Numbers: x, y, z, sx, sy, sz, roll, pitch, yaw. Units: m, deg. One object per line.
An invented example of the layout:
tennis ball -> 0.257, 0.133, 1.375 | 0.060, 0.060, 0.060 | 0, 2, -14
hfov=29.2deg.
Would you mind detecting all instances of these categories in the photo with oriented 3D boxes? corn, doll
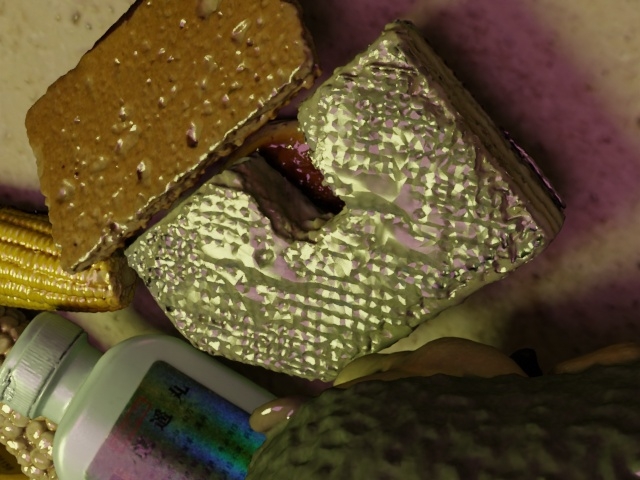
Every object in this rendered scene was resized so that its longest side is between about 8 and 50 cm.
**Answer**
corn -> -0.184, 0.134, 0.859 | 0.211, 0.087, 0.087 | 43, 121, 4
doll -> 0.121, 0.158, 0.636 | 0.350, 0.247, 0.247 | 1, 114, -7
corn -> -0.216, 0.010, 0.830 | 0.203, 0.072, 0.072 | 8, 114, 22

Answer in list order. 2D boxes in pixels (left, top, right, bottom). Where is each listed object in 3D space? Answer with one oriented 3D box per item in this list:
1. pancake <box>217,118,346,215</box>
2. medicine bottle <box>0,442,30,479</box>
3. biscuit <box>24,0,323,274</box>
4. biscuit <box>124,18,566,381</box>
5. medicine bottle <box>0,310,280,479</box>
pancake -> 0.000, 0.000, 0.756 | 0.158, 0.028, 0.158 | 9, 114, 22
medicine bottle -> -0.259, 0.290, 0.962 | 0.111, 0.076, 0.308 | 23, 118, 26
biscuit -> -0.094, -0.086, 0.731 | 0.231, 0.025, 0.131 | -35, 62, 32
biscuit -> 0.003, -0.003, 0.708 | 0.250, 0.046, 0.147 | -35, 95, 33
medicine bottle -> -0.096, 0.130, 0.787 | 0.229, 0.083, 0.121 | 31, 84, -2
